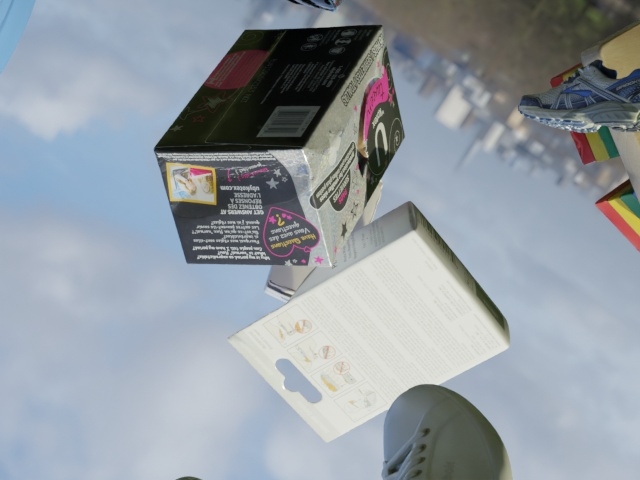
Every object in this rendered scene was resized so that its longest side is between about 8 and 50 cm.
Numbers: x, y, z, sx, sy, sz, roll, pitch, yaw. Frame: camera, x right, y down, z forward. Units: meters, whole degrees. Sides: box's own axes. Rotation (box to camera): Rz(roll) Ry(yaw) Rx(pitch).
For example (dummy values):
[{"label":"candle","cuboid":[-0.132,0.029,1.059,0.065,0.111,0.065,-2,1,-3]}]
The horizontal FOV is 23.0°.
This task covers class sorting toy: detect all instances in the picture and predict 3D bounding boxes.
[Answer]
[{"label":"sorting toy","cuboid":[0.348,-0.095,1.535,0.257,0.089,0.255,-30,-80,-44]}]

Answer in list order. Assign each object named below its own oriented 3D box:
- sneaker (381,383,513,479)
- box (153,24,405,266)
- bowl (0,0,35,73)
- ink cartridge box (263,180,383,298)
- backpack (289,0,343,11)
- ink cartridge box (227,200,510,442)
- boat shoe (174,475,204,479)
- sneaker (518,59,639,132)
[{"label":"sneaker","cuboid":[0.077,0.204,1.185,0.123,0.106,0.290,22,-151,-26]},{"label":"box","cuboid":[-0.031,-0.095,1.563,0.163,0.142,0.247,1,-145,22]},{"label":"bowl","cuboid":[-0.335,-0.188,0.950,0.391,0.391,0.077,36,-178,24]},{"label":"ink cartridge box","cuboid":[0.000,0.000,1.822,0.092,0.159,0.218,20,175,-3]},{"label":"backpack","cuboid":[-0.028,-0.327,1.620,0.166,0.144,0.188,32,170,35]},{"label":"ink cartridge box","cuboid":[0.050,0.088,1.628,0.189,0.232,0.066,49,-155,-30]},{"label":"boat shoe","cuboid":[-0.100,0.339,1.636,0.228,0.081,0.069,48,165,43]},{"label":"sneaker","cuboid":[0.231,-0.124,1.350,0.135,0.058,0.052,5,174,43]}]
